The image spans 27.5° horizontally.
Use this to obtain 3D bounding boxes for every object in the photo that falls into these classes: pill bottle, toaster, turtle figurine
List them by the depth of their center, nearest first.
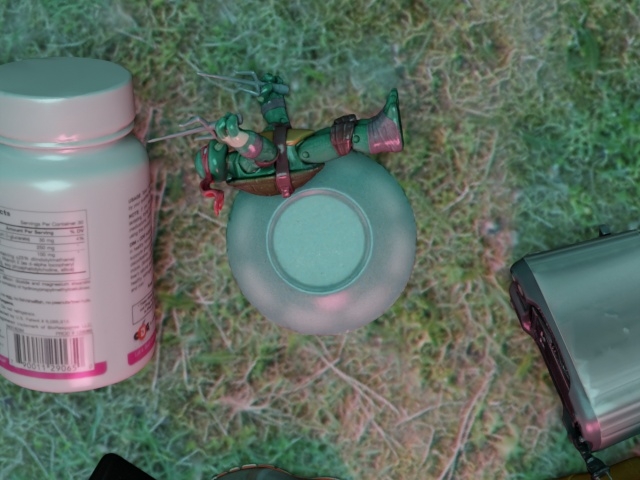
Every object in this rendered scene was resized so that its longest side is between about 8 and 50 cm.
[{"bbox_3d":[-0.237,-0.017,1.217,0.160,0.160,0.283,3,113,3],"label":"pill bottle"},{"bbox_3d":[0.280,0.097,1.230,0.147,0.129,0.227,-21,68,0],"label":"toaster"},{"bbox_3d":[-0.039,-0.100,1.255,0.234,0.175,0.118,-6,116,4],"label":"turtle figurine"}]

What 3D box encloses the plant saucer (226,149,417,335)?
[{"bbox_3d":[0.000,0.000,1.307,0.195,0.037,0.194,0,91,3],"label":"plant saucer"}]

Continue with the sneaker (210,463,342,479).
[{"bbox_3d":[-0.042,0.257,1.299,0.158,0.065,0.061,-1,91,3],"label":"sneaker"}]

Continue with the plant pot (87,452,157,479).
[{"bbox_3d":[-0.192,0.344,1.260,0.188,0.167,0.187,32,93,2],"label":"plant pot"}]

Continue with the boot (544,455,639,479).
[{"bbox_3d":[0.256,0.273,1.208,0.295,0.211,0.104,-32,88,4],"label":"boot"}]
